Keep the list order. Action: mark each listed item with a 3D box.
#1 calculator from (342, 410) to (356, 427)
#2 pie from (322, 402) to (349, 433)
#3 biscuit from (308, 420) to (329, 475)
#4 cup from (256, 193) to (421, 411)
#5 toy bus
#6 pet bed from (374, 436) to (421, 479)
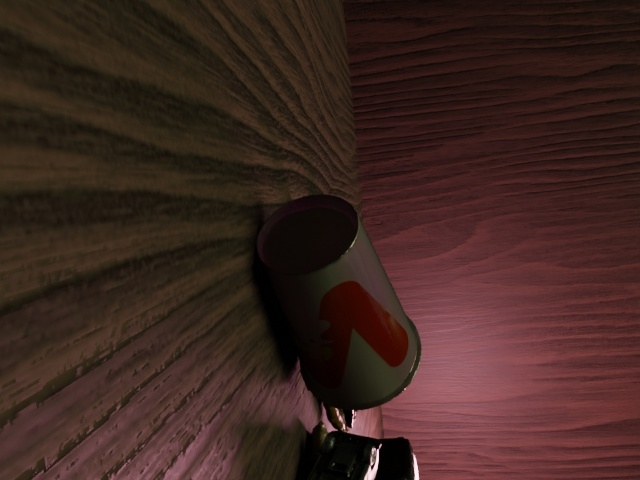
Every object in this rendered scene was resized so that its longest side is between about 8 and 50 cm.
[{"bbox_3d":[0.069,0.303,1.408,0.220,0.048,0.329,-87,175,-54],"label":"calculator"},{"bbox_3d":[0.020,0.309,1.131,0.088,0.033,0.191,-96,170,-50],"label":"pie"},{"bbox_3d":[0.010,0.445,0.949,0.141,0.038,0.289,-56,138,-77],"label":"biscuit"},{"bbox_3d":[0.021,0.084,0.813,0.288,0.203,0.203,68,17,-44],"label":"cup"},{"bbox_3d":[0.024,0.363,0.834,0.194,0.087,0.089,-45,136,-61],"label":"toy bus"},{"bbox_3d":[0.113,0.500,1.128,0.211,0.183,0.159,-33,113,-82],"label":"pet bed"}]
